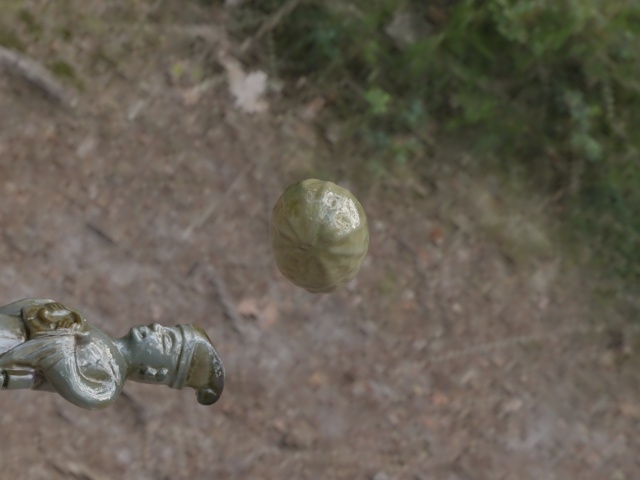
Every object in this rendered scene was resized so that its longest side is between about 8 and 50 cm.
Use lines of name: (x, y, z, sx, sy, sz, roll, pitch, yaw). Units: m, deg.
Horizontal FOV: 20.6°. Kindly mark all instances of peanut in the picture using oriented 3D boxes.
peanut: (0.000, 0.000, 1.371, 0.082, 0.082, 0.187, 43, -2, 5)

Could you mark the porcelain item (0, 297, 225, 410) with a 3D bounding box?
porcelain item: (-0.158, 0.067, 1.021, 0.213, 0.054, 0.084, 3, 29, -21)
